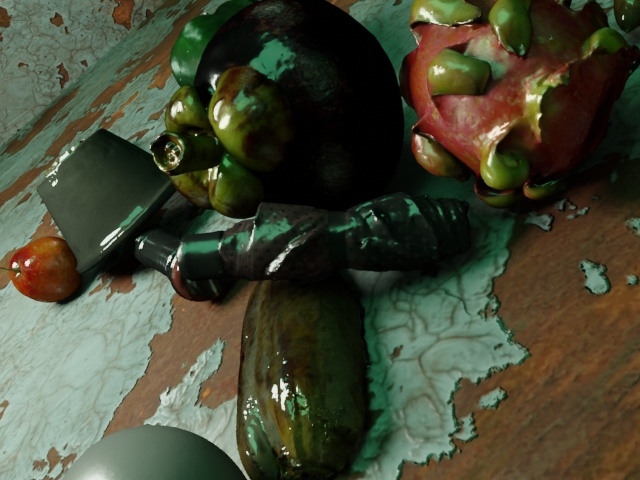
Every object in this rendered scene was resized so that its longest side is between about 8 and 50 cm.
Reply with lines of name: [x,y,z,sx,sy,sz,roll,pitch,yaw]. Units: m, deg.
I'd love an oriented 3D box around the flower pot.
flower pot: [-0.378,-0.086,1.123,0.269,0.166,0.269,-37,20,16]

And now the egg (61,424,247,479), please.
egg: [-0.150,0.255,0.570,0.232,0.176,0.176,1,51,57]

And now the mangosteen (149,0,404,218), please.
mangosteen: [-0.046,-0.144,0.822,0.313,0.297,0.297,-40,34,5]

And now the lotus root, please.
lotus root: [-0.035,0.107,0.715,0.167,0.078,0.329,-28,36,14]

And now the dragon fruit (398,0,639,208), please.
dragon fruit: [0.196,-0.167,0.705,0.227,0.243,0.307,-52,-7,15]

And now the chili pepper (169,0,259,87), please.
chili pepper: [-0.118,-0.280,1.100,0.248,0.233,0.257,-47,41,-3]

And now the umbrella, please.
umbrella: [0.000,0.000,0.709,0.326,0.090,0.094,-5,54,6]

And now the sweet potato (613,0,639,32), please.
sweet potato: [0.444,-0.393,0.816,0.114,0.092,0.341,-36,25,54]

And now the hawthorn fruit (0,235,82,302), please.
hawthorn fruit: [-0.501,0.059,1.167,0.125,0.125,0.140,-16,21,31]

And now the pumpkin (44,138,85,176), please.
pumpkin: [-0.498,-0.153,1.418,0.131,0.126,0.248,-42,15,10]

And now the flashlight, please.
flashlight: [-0.218,0.029,0.976,0.093,0.093,0.232,-51,31,-16]
